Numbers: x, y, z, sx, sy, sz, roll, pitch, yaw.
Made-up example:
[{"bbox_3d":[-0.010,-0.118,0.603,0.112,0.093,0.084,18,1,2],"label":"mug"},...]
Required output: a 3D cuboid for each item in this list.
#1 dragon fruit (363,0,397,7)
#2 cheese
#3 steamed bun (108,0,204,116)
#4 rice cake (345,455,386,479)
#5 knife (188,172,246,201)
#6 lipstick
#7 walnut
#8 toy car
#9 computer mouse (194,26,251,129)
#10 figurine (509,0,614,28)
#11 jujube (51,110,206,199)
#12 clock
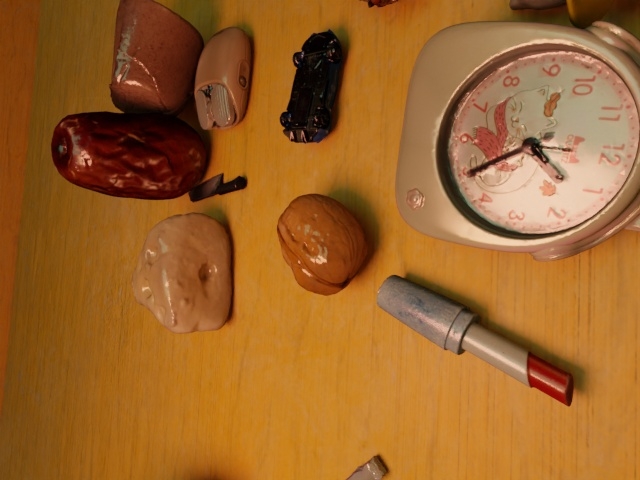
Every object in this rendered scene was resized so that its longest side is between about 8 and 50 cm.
[{"bbox_3d":[0.070,-0.538,0.646,0.250,0.250,0.315,20,115,39],"label":"dragon fruit"},{"bbox_3d":[-0.319,0.058,0.936,0.251,0.173,0.248,8,92,45],"label":"cheese"},{"bbox_3d":[-0.387,-0.420,1.016,0.301,0.199,0.252,-158,77,-70],"label":"steamed bun"},{"bbox_3d":[0.040,0.415,0.690,0.042,0.030,0.180,50,116,25],"label":"rice cake"},{"bbox_3d":[-0.256,-0.129,0.999,0.230,0.028,0.060,-8,68,42],"label":"knife"},{"bbox_3d":[0.201,0.128,0.567,0.274,0.061,0.068,27,101,38],"label":"lipstick"},{"bbox_3d":[0.000,0.000,0.699,0.144,0.144,0.180,-55,51,21],"label":"walnut"},{"bbox_3d":[-0.009,-0.285,0.783,0.103,0.063,0.216,9,86,39],"label":"toy car"},{"bbox_3d":[-0.227,-0.374,0.959,0.145,0.082,0.237,7,89,39],"label":"computer mouse"},{"bbox_3d":[0.266,-0.439,0.499,0.338,0.204,0.284,51,143,44],"label":"figurine"},{"bbox_3d":[-0.417,-0.193,0.944,0.223,0.318,0.223,4,96,36],"label":"jujube"},{"bbox_3d":[0.251,-0.110,0.495,0.324,0.108,0.265,21,112,39],"label":"clock"}]
